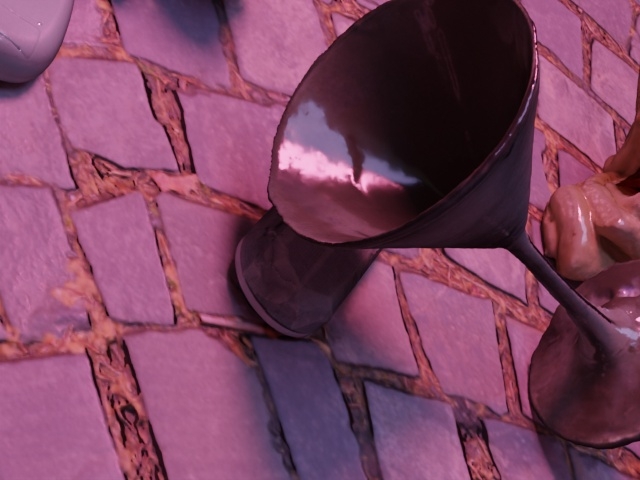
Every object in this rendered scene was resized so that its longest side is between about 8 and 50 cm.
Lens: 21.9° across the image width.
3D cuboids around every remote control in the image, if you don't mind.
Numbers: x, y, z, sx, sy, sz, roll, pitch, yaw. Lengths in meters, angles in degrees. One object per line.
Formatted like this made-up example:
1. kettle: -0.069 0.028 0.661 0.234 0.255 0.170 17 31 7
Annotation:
1. remote control: 0.000 0.000 1.462 0.104 0.052 0.247 51 33 -8

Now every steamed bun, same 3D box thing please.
1. steamed bun: 0.421 -0.062 1.884 0.428 0.189 0.247 11 43 -42

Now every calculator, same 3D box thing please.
1. calculator: -0.284 -0.224 1.352 0.184 0.042 0.295 33 37 -24

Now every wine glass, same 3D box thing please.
1. wine glass: 0.169 0.002 1.436 0.406 0.267 0.267 45 32 -37
